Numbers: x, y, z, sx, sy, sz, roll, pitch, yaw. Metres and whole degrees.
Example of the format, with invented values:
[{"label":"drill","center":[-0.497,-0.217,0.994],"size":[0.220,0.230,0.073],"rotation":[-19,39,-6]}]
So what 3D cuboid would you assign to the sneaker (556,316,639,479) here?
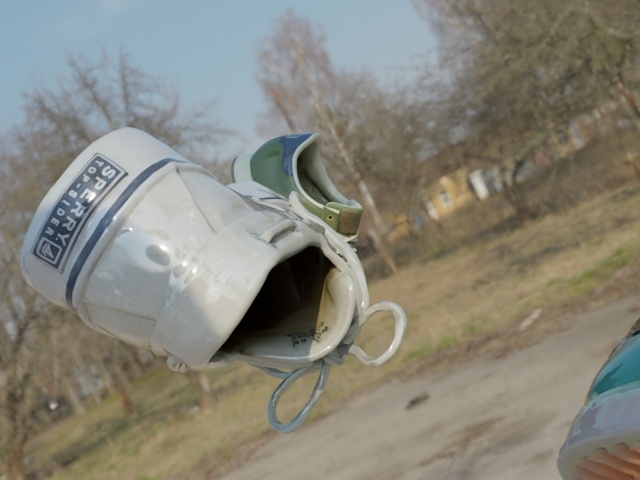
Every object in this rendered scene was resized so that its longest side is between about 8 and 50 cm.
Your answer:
[{"label":"sneaker","center":[0.222,0.033,0.366],"size":[0.302,0.108,0.121],"rotation":[-25,29,50]}]

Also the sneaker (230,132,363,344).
[{"label":"sneaker","center":[0.000,0.000,0.809],"size":[0.086,0.192,0.064],"rotation":[-27,-6,25]}]

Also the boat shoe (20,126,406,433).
[{"label":"boat shoe","center":[-0.027,0.037,0.595],"size":[0.135,0.156,0.367],"rotation":[-56,-12,-3]}]
